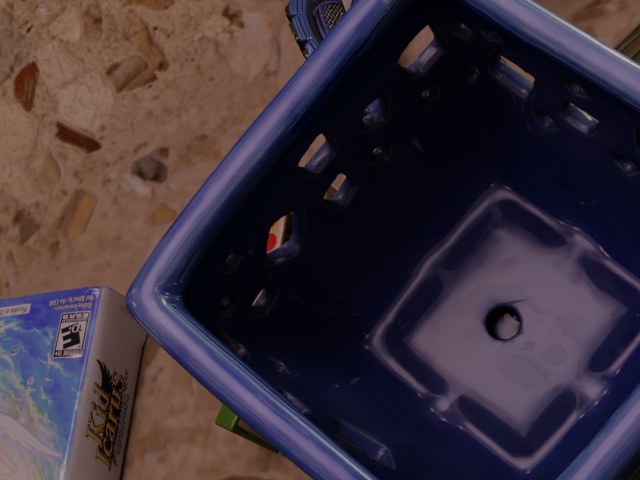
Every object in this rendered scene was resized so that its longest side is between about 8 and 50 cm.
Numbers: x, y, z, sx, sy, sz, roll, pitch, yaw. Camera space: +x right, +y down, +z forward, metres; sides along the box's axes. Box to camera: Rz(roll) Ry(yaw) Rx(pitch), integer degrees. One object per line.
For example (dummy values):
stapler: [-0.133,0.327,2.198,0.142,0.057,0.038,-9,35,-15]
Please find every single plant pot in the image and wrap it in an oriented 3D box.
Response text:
plant pot: [0.086,0.028,0.726,0.236,0.212,0.236,38,90,22]

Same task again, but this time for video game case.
video game case: [-0.261,0.166,1.007,0.270,0.061,0.244,-9,62,30]

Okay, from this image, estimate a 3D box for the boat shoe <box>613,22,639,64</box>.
boat shoe: [0.226,-0.066,0.736,0.113,0.103,0.302,-45,13,7]

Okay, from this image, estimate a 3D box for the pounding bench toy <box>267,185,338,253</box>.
pounding bench toy: [0.000,0.000,0.929,0.083,0.052,0.065,-6,62,31]

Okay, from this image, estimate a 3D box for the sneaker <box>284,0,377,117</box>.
sneaker: [0.023,-0.163,0.989,0.087,0.083,0.221,-24,57,11]

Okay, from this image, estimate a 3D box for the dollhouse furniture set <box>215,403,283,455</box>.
dollhouse furniture set: [0.015,0.118,0.849,0.152,0.058,0.076,17,76,39]
